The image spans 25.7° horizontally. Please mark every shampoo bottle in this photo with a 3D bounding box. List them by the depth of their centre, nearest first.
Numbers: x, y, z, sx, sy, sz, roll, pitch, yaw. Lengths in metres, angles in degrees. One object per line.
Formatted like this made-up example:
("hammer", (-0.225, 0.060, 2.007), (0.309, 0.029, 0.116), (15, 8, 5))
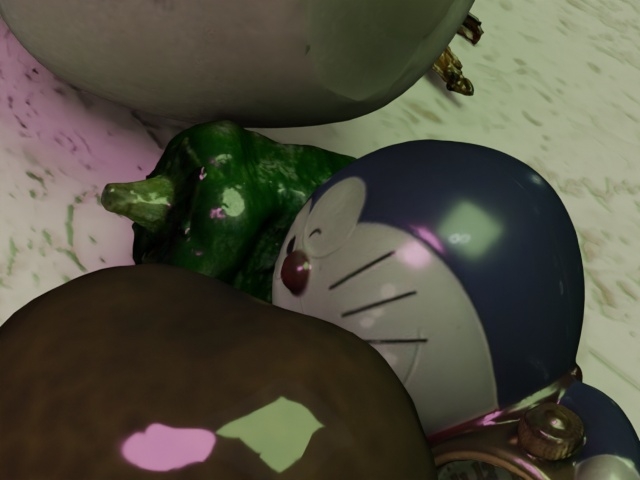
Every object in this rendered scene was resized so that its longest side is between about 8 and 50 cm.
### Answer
("shampoo bottle", (-0.053, -0.227, 0.831), (0.317, 0.322, 0.322), (22, 35, 24))

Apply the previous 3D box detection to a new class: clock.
("clock", (0.067, 0.071, 0.687), (0.146, 0.199, 0.243), (-20, 90, -44))

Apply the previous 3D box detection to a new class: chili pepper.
("chili pepper", (0.000, 0.000, 0.808), (0.270, 0.099, 0.136), (11, 55, -26))

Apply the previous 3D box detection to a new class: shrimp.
("shrimp", (0.099, -0.153, 1.085), (0.091, 0.025, 0.127), (0, 45, -33))

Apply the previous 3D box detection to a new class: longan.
("longan", (-0.056, 0.110, 0.589), (0.212, 0.198, 0.198), (3, 41, 5))
